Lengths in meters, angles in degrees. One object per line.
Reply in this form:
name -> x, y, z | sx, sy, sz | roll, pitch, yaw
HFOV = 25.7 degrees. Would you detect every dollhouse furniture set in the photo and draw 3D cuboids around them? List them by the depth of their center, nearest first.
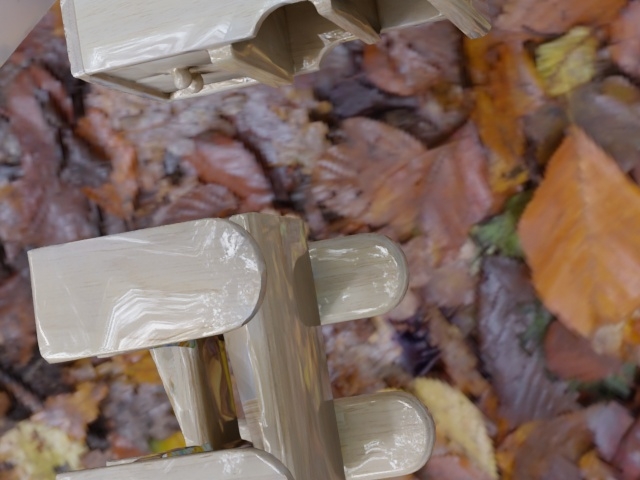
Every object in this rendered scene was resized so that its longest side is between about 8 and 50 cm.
dollhouse furniture set -> 0.000, 0.000, 0.948 | 0.256, 0.362, 0.394 | -11, 85, 17

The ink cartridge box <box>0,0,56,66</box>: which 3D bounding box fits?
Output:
ink cartridge box -> -0.334, -0.269, 1.045 | 0.198, 0.197, 0.270 | 2, 122, 9
